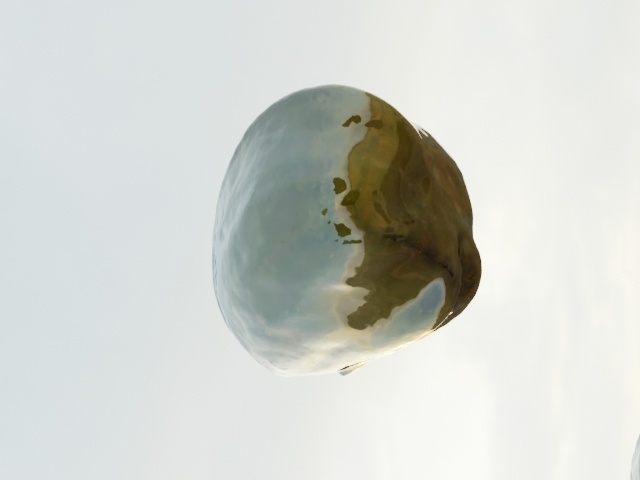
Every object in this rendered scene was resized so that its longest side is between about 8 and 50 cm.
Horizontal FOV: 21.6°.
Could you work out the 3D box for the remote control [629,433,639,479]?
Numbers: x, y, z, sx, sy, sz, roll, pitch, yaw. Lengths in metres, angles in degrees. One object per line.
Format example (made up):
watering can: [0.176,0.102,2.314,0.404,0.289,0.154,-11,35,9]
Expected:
remote control: [0.290,0.126,0.791,0.123,0.285,0.038,71,-158,-63]

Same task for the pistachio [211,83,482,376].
pistachio: [0.000,0.000,1.309,0.163,0.260,0.213,-20,-101,-51]
